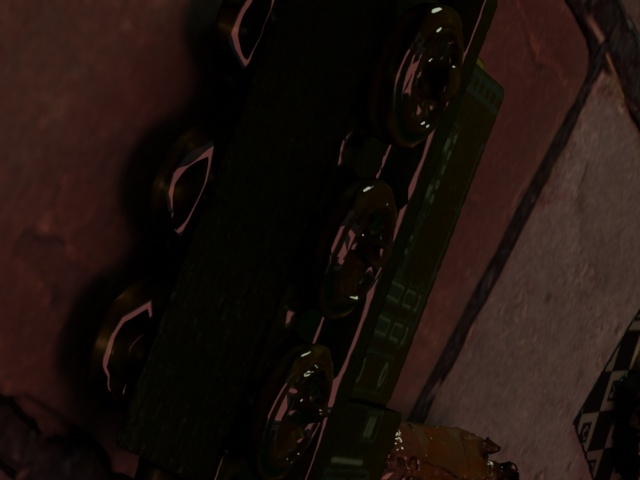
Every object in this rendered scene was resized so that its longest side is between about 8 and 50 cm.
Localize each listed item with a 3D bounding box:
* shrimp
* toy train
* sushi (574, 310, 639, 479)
[{"bbox_3d":[0.039,0.119,0.745,0.184,0.043,0.091,0,115,-49],"label":"shrimp"},{"bbox_3d":[0.000,0.000,0.575,0.137,0.090,0.225,24,88,-65],"label":"toy train"},{"bbox_3d":[0.209,0.096,0.992,0.126,0.026,0.120,-55,145,-22],"label":"sushi"}]
